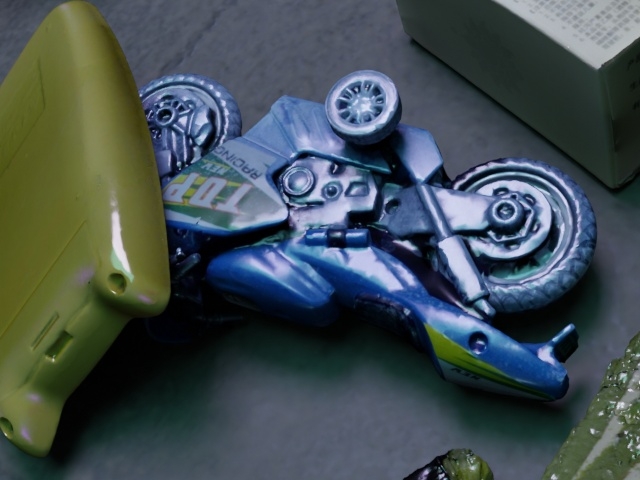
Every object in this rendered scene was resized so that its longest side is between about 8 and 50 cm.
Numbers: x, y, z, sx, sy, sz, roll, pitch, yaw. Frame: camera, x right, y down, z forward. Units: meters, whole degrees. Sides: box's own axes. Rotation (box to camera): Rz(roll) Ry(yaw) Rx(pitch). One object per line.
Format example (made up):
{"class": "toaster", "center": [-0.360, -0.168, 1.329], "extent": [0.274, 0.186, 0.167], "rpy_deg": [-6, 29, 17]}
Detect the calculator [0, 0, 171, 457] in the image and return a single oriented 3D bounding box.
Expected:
{"class": "calculator", "center": [-0.139, -0.021, 0.616], "extent": [0.157, 0.033, 0.236], "rpy_deg": [-50, 41, 28]}

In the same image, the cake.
{"class": "cake", "center": [0.133, 0.084, 0.506], "extent": [0.051, 0.055, 0.140], "rpy_deg": [19, 48, 30]}

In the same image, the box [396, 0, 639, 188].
{"class": "box", "center": [0.160, -0.156, 0.613], "extent": [0.212, 0.095, 0.168], "rpy_deg": [-38, 55, -9]}

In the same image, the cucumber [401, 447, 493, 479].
{"class": "cucumber", "center": [0.014, 0.131, 0.510], "extent": [0.135, 0.034, 0.033], "rpy_deg": [-34, 68, 0]}

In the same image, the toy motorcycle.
{"class": "toy motorcycle", "center": [0.000, 0.000, 0.567], "extent": [0.254, 0.092, 0.136], "rpy_deg": [16, 70, 21]}
